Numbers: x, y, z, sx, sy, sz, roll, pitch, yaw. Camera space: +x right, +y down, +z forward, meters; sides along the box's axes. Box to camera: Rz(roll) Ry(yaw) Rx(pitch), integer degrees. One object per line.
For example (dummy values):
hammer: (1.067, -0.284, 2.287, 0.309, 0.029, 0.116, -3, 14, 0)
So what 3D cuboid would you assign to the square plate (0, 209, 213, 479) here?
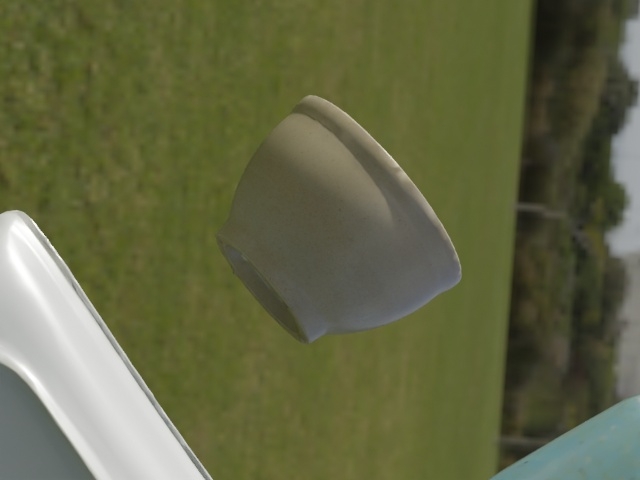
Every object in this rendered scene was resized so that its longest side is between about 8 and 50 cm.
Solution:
square plate: (-0.202, 0.216, 0.951, 0.344, 0.347, 0.049, 54, -2, 5)

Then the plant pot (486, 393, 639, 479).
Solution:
plant pot: (0.098, 0.184, 0.513, 0.252, 0.248, 0.247, -58, 159, 4)

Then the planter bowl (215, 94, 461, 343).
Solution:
planter bowl: (0.000, 0.000, 1.224, 0.109, 0.162, 0.162, -40, 159, -10)
